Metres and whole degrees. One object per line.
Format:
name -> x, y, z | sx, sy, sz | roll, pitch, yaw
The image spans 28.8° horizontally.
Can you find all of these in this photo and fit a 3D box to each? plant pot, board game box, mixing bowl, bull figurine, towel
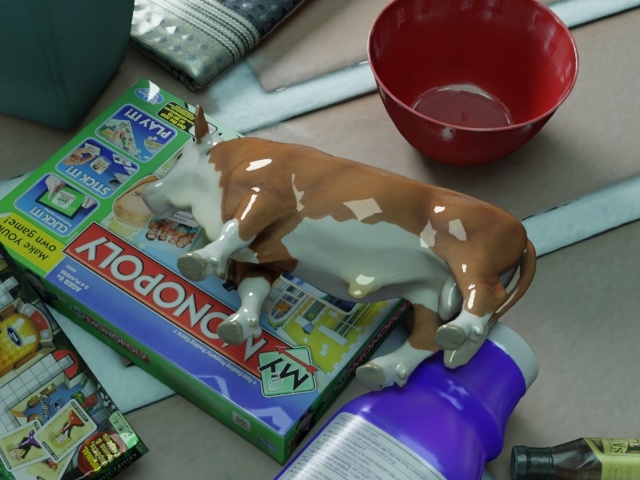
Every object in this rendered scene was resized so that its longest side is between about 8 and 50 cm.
plant pot -> -0.254, -0.218, 1.053 | 0.165, 0.234, 0.165 | 16, 53, 17
board game box -> -0.092, 0.011, 1.009 | 0.317, 0.046, 0.213 | 31, 57, 19
mixing bowl -> 0.127, -0.132, 1.092 | 0.181, 0.098, 0.181 | 2, 53, -2
bull figurine -> 0.000, 0.000, 0.907 | 0.310, 0.101, 0.188 | 12, 42, 11
towel -> -0.145, -0.311, 1.257 | 0.324, 0.056, 0.312 | 33, 61, 18
board game box -> -0.253, 0.095, 0.923 | 0.136, 0.030, 0.259 | -38, 65, -8

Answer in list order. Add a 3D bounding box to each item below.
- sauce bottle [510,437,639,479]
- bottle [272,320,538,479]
sauce bottle -> 0.204, 0.164, 0.906 | 0.128, 0.042, 0.042 | 2, 53, -3
bottle -> 0.047, 0.167, 0.867 | 0.118, 0.092, 0.283 | 32, 58, 23
